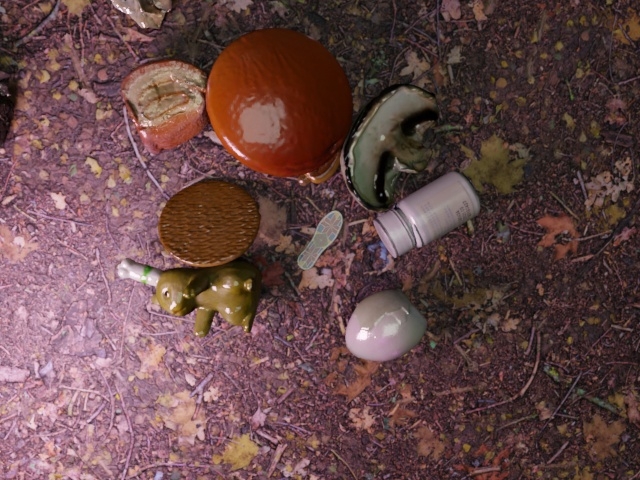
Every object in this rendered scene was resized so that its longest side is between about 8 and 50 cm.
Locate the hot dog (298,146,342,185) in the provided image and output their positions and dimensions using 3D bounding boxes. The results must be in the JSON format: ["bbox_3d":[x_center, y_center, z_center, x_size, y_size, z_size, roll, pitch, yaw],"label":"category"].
[{"bbox_3d":[-0.002,-0.203,1.153,0.089,0.060,0.140,32,85,-3],"label":"hot dog"}]

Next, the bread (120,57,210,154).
[{"bbox_3d":[-0.377,-0.354,1.080,0.244,0.123,0.190,-28,95,-2],"label":"bread"}]

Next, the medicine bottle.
[{"bbox_3d":[0.281,-0.068,1.139,0.258,0.143,0.143,-29,97,-2],"label":"medicine bottle"}]

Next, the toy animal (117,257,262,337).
[{"bbox_3d":[-0.330,0.141,1.093,0.362,0.180,0.181,-4,128,-8],"label":"toy animal"}]

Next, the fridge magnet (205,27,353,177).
[{"bbox_3d":[-0.095,-0.337,1.048,0.363,0.155,0.364,0,89,-14],"label":"fridge magnet"}]

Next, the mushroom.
[{"bbox_3d":[0.177,-0.247,1.131,0.247,0.130,0.344,17,96,-22],"label":"mushroom"}]

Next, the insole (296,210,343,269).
[{"bbox_3d":[0.000,0.000,1.195,0.065,0.006,0.193,36,92,-6],"label":"insole"}]

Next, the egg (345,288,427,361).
[{"bbox_3d":[0.167,0.236,1.141,0.217,0.183,0.183,-39,97,4],"label":"egg"}]

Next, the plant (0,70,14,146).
[{"bbox_3d":[-0.840,-0.337,1.045,0.142,0.131,0.203,6,93,-1],"label":"plant"}]

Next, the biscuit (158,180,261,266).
[{"bbox_3d":[-0.285,-0.045,1.100,0.261,0.037,0.262,1,60,-2],"label":"biscuit"}]

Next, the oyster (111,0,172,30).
[{"bbox_3d":[-0.487,-0.715,1.048,0.201,0.107,0.355,-34,97,-4],"label":"oyster"}]
